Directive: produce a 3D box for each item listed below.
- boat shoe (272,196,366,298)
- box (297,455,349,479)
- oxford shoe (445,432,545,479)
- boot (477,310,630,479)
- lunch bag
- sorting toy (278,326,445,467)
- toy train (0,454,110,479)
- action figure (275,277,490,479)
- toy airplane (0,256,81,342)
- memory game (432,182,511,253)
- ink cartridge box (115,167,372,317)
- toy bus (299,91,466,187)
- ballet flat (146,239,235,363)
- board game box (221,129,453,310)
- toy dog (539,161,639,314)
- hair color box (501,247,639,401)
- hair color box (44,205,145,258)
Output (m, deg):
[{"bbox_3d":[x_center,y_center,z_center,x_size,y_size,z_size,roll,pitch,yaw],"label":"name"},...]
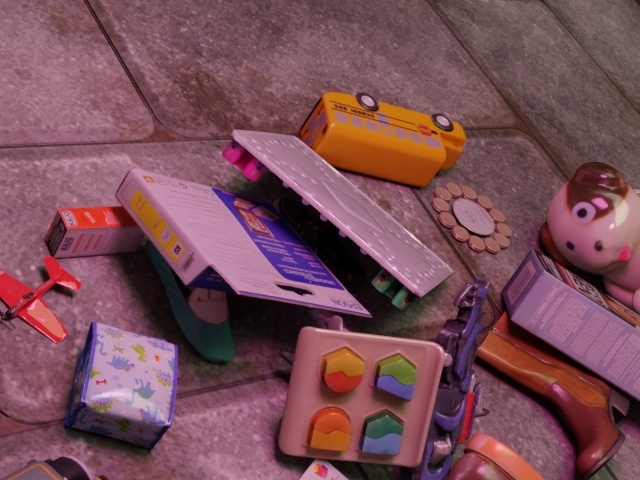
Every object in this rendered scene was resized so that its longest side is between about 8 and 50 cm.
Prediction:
[{"bbox_3d":[0.000,0.000,1.939,0.080,0.076,0.228,-10,56,-43],"label":"boat shoe"},{"bbox_3d":[0.030,0.404,1.565,0.186,0.038,0.145,40,37,5],"label":"box"},{"bbox_3d":[0.328,0.455,1.698,0.364,0.130,0.132,42,70,-2],"label":"oxford shoe"},{"bbox_3d":[0.392,0.257,1.944,0.280,0.096,0.264,36,38,3],"label":"boot"},{"bbox_3d":[-0.263,0.189,1.527,0.129,0.096,0.151,19,50,-19],"label":"lunch bag"},{"bbox_3d":[0.058,0.225,1.590,0.208,0.193,0.038,9,14,-9],"label":"sorting toy"},{"bbox_3d":[-0.351,0.356,1.260,0.190,0.142,0.334,38,37,20],"label":"toy train"},{"bbox_3d":[0.123,0.197,1.710,0.330,0.341,0.178,20,-1,-30],"label":"action figure"},{"bbox_3d":[-0.398,0.075,1.602,0.151,0.028,0.151,21,41,-20],"label":"toy airplane"},{"bbox_3d":[0.303,-0.045,2.266,0.186,0.012,0.186,20,39,-18],"label":"memory game"},{"bbox_3d":[-0.114,0.024,1.701,0.304,0.072,0.307,14,28,-49],"label":"ink cartridge box"},{"bbox_3d":[0.130,-0.194,2.216,0.333,0.108,0.130,12,44,-28],"label":"toy bus"},{"bbox_3d":[-0.191,0.069,1.714,0.083,0.087,0.247,-7,54,-41],"label":"ballet flat"},{"bbox_3d":[0.040,-0.040,1.905,0.390,0.050,0.390,41,12,8],"label":"board game box"},{"bbox_3d":[0.656,-0.022,2.293,0.408,0.284,0.395,11,43,-25],"label":"toy dog"},{"bbox_3d":[0.522,0.174,2.063,0.374,0.113,0.185,32,13,-4],"label":"hair color box"},{"bbox_3d":[-0.335,-0.014,1.707,0.141,0.072,0.043,-4,53,-40],"label":"hair color box"}]
